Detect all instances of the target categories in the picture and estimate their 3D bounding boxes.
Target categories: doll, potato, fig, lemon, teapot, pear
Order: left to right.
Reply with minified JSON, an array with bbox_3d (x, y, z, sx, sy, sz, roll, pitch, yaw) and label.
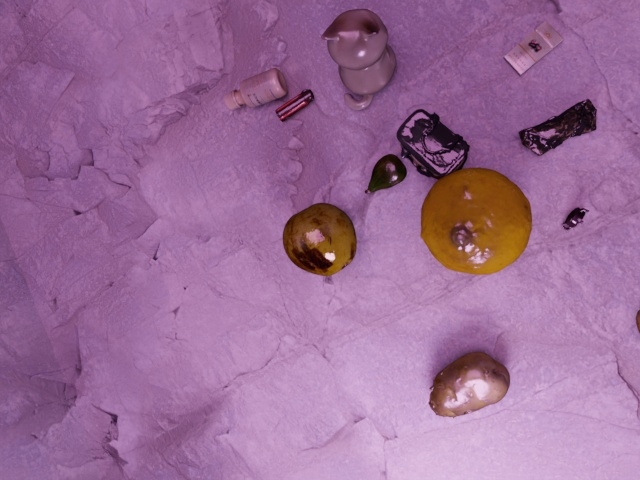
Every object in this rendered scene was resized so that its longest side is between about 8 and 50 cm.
[{"bbox_3d":[0.000,0.000,1.599,0.283,0.283,0.284,0,91,19],"label":"pear"},{"bbox_3d":[0.144,-0.651,1.512,0.214,0.370,0.226,9,75,16],"label":"doll"},{"bbox_3d":[0.234,-0.237,1.603,0.177,0.117,0.117,-43,78,31],"label":"fig"},{"bbox_3d":[0.504,0.505,1.502,0.296,0.141,0.192,-40,95,14],"label":"potato"},{"bbox_3d":[0.487,-0.056,1.379,0.349,0.387,0.350,9,113,22],"label":"lemon"},{"bbox_3d":[0.836,-0.069,1.418,0.045,0.068,0.100,37,137,12],"label":"teapot"}]

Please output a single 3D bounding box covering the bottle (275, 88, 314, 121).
[{"bbox_3d":[-0.100,-0.542,1.727,0.164,0.060,0.060,-28,82,16],"label":"bottle"}]

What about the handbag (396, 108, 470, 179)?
[{"bbox_3d":[0.382,-0.323,1.503,0.254,0.181,0.181,45,103,13],"label":"handbag"}]

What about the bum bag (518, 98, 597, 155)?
[{"bbox_3d":[0.788,-0.366,1.426,0.247,0.069,0.102,-25,108,15],"label":"bum bag"}]

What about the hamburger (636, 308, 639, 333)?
[{"bbox_3d":[1.044,0.264,1.309,0.136,0.175,0.175,-33,81,30],"label":"hamburger"}]

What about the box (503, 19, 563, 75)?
[{"bbox_3d":[0.719,-0.649,1.466,0.167,0.024,0.090,-40,79,16],"label":"box"}]

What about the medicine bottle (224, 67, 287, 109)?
[{"bbox_3d":[-0.268,-0.602,1.752,0.252,0.114,0.114,-14,87,18],"label":"medicine bottle"}]
